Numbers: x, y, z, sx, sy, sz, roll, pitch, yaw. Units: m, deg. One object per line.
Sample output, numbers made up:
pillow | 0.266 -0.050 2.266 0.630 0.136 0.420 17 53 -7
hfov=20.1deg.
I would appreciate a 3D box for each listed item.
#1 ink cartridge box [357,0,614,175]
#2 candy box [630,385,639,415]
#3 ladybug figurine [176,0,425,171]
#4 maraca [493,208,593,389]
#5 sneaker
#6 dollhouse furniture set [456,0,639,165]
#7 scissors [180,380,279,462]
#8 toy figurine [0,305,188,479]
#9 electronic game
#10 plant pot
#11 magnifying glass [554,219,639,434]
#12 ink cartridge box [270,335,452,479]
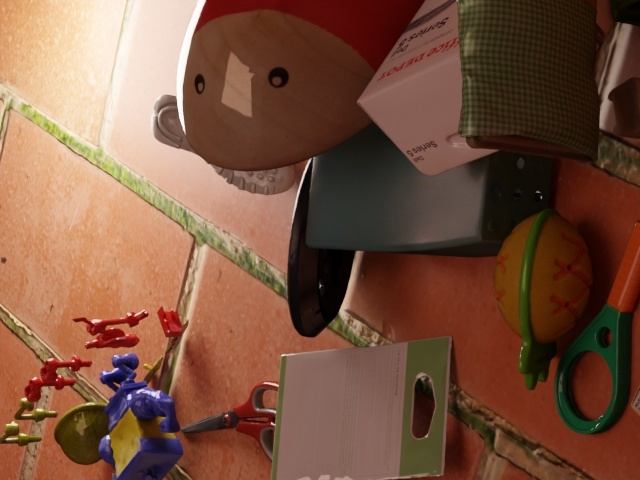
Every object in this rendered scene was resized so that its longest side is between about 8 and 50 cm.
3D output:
ink cartridge box | 0.187 -0.214 1.810 0.198 0.115 0.273 -21 29 51
candy box | 0.381 0.186 1.630 0.186 0.109 0.053 50 126 45
ladybug figurine | -0.012 -0.251 1.991 0.305 0.449 0.162 -6 124 26
maraca | 0.228 0.059 1.854 0.099 0.127 0.185 7 100 27
sneaker | -0.112 -0.133 2.371 0.235 0.095 0.090 33 110 29
dollhouse furniture set | 0.279 -0.182 1.642 0.151 0.302 0.197 -24 67 53
scissors | -0.110 0.226 2.381 0.297 0.021 0.109 8 102 57
toy figurine | -0.288 0.278 2.483 0.362 0.191 0.217 -51 51 41
electronic game | 0.000 0.000 2.113 0.048 0.229 0.229 6 92 13
plant pot | 0.129 -0.061 1.967 0.234 0.165 0.165 7 93 47
magnifying glass | 0.296 0.090 1.832 0.092 0.026 0.231 38 119 49
ink cartridge box | 0.055 0.207 2.098 0.235 0.056 0.171 -8 65 30
